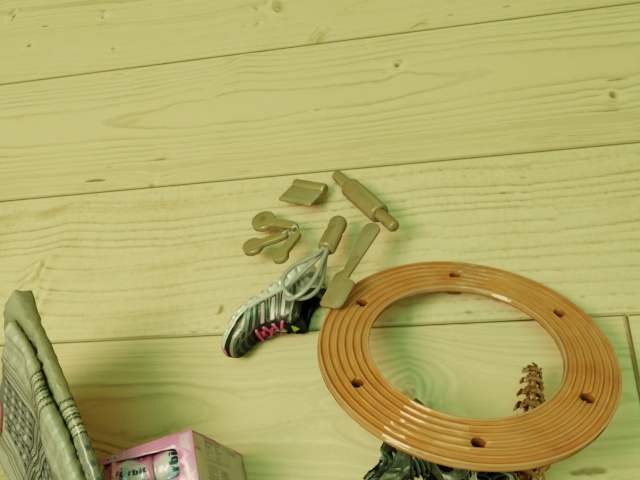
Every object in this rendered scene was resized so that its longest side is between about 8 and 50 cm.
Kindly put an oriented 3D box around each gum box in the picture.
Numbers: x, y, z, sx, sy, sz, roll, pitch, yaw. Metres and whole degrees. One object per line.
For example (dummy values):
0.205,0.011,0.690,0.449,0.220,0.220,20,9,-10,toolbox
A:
-0.163,0.276,0.756,0.107,0.188,0.062,-19,61,3,gum box

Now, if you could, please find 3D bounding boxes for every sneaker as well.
-0.055,0.105,0.883,0.170,0.063,0.075,-40,58,-13,sneaker

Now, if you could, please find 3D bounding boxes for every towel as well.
-0.316,0.265,0.753,0.056,0.312,0.324,-13,56,-34,towel

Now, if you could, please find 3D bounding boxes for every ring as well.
0.164,0.130,0.757,0.336,0.032,0.336,1,33,-1,ring

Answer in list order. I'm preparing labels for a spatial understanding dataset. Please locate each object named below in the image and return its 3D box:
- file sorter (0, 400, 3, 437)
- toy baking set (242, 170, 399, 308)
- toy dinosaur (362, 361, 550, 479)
-0.551,0.254,0.798,0.182,0.291,0.202,-12,64,4,file sorter
0.005,-0.005,0.903,0.197,0.030,0.256,-36,44,-12,toy baking set
0.164,0.290,0.731,0.218,0.164,0.322,28,51,9,toy dinosaur
